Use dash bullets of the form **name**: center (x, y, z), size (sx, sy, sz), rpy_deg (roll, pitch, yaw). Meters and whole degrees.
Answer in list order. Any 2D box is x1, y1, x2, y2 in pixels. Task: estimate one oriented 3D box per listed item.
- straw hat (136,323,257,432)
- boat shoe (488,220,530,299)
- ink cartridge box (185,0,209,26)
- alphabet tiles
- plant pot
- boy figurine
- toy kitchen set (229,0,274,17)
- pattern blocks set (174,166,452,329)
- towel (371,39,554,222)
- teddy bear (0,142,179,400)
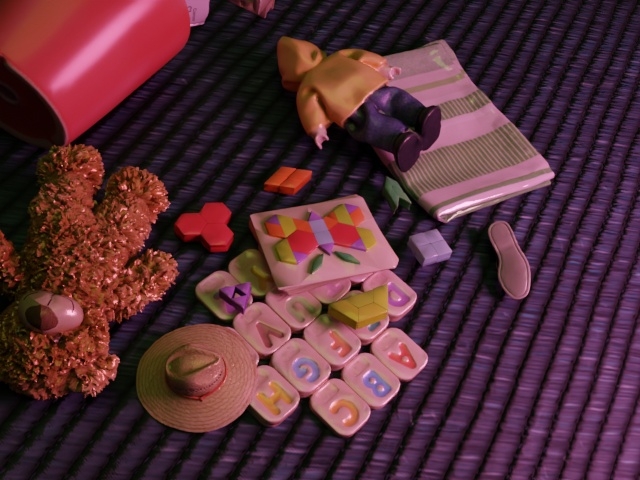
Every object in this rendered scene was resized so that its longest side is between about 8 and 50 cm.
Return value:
- **straw hat**: center (-0.146, 0.149, 0.956), size (0.145, 0.061, 0.144), rpy_deg (1, 62, -1)
- **boat shoe**: center (0.269, 0.032, 1.170), size (0.046, 0.038, 0.125), rpy_deg (-24, 56, 13)
- **ink cartridge box**: center (-0.293, -0.515, 1.313), size (0.131, 0.226, 0.306), rpy_deg (-19, 61, -24)
- **alphabet tiles**: center (-0.012, 0.107, 1.061), size (0.278, 0.021, 0.284), rpy_deg (43, 56, 17)
- **plant pot**: center (-0.355, -0.275, 1.120), size (0.275, 0.275, 0.243), rpy_deg (27, 63, 7)
- **boy figurine**: center (0.035, -0.212, 1.238), size (0.285, 0.092, 0.177), rpy_deg (33, 74, 23)
- **toy kitchen set**: center (-0.118, -0.415, 1.370), size (0.075, 0.083, 0.068), rpy_deg (27, 53, 6)
- **pattern blocks set**: center (0.000, 0.000, 1.115), size (0.325, 0.026, 0.285), rpy_deg (-23, 56, -27)
- **towel**: center (0.187, -0.182, 1.305), size (0.248, 0.038, 0.324), rpy_deg (-20, 62, -24)
- **teddy bear**: center (-0.289, 0.018, 0.981), size (0.245, 0.113, 0.338), rpy_deg (39, 47, -10)
